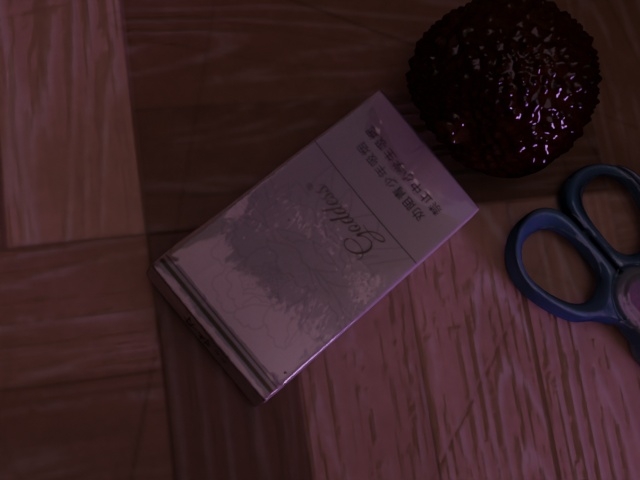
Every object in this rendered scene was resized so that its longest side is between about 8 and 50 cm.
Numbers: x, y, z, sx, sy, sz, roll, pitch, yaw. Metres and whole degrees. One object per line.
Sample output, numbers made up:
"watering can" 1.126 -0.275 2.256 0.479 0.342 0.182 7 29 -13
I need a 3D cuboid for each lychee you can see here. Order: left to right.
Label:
"lychee" 0.122 -0.102 0.546 0.123 0.123 0.129 49 43 0

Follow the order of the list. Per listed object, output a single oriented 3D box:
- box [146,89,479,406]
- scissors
"box" 0.000 0.000 0.536 0.198 0.029 0.109 -40 89 -20
"scissors" 0.243 0.065 0.580 0.125 0.030 0.256 -39 86 -19
